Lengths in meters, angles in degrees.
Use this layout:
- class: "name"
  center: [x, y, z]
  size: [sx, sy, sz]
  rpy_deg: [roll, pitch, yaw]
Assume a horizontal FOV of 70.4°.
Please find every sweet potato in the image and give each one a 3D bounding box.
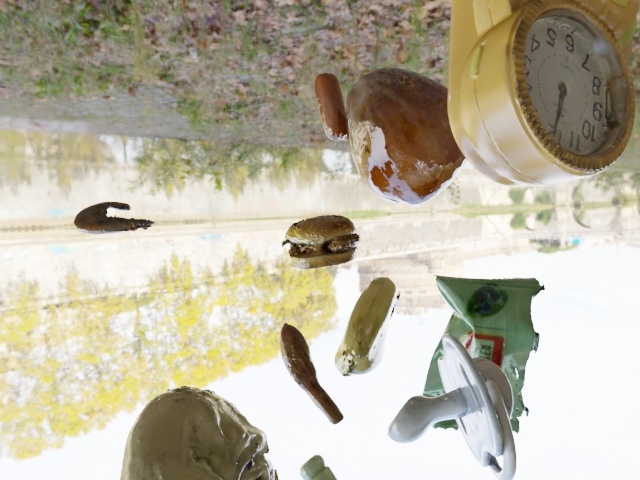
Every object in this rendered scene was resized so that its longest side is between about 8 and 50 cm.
- class: "sweet potato"
  center: [-0.051, 0.462, 1.574]
  size: [0.109, 0.385, 0.109]
  rpy_deg: [-26, 162, -9]

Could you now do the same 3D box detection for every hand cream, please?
- class: "hand cream"
  center: [0.048, 0.832, 1.436]
  size: [0.093, 0.306, 0.147]
  rpy_deg: [-16, 148, -43]

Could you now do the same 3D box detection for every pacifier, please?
- class: "pacifier"
  center: [0.211, 0.295, 0.762]
  size: [0.207, 0.228, 0.279]
  rpy_deg: [-14, 146, 1]

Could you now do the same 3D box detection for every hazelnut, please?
- class: "hazelnut"
  center: [0.211, -0.268, 1.154]
  size: [0.315, 0.372, 0.372]
  rpy_deg: [-43, -179, 1]

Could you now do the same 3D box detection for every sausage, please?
- class: "sausage"
  center: [0.032, -0.376, 1.286]
  size: [0.076, 0.198, 0.076]
  rpy_deg: [-13, 174, -1]

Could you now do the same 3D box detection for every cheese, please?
- class: "cheese"
  center: [0.130, 0.267, 1.312]
  size: [0.128, 0.260, 0.316]
  rpy_deg: [13, -148, 17]

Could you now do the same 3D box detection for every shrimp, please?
- class: "shrimp"
  center: [-0.618, -0.072, 1.376]
  size: [0.250, 0.052, 0.144]
  rpy_deg: [7, -134, 0]

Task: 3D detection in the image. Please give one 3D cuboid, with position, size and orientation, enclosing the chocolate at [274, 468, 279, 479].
- class: "chocolate"
  center: [-0.225, 0.697, 1.290]
  size: [0.219, 0.086, 0.085]
  rpy_deg: [-7, -177, -20]

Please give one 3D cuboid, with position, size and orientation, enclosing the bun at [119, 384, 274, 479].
- class: "bun"
  center: [-0.233, 0.467, 0.894]
  size: [0.234, 0.362, 0.326]
  rpy_deg: [-10, -162, 22]

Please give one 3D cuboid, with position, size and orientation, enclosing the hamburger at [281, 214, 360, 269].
- class: "hamburger"
  center: [0.008, 0.000, 1.141]
  size: [0.181, 0.118, 0.191]
  rpy_deg: [-22, -159, -31]

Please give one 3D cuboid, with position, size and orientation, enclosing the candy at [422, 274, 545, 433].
- class: "candy"
  center: [0.393, 0.279, 1.126]
  size: [0.262, 0.398, 0.172]
  rpy_deg: [7, -176, 13]

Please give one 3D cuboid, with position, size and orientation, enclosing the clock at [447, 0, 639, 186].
- class: "clock"
  center: [0.295, -0.224, 0.616]
  size: [0.244, 0.317, 0.200]
  rpy_deg: [18, 164, -19]
